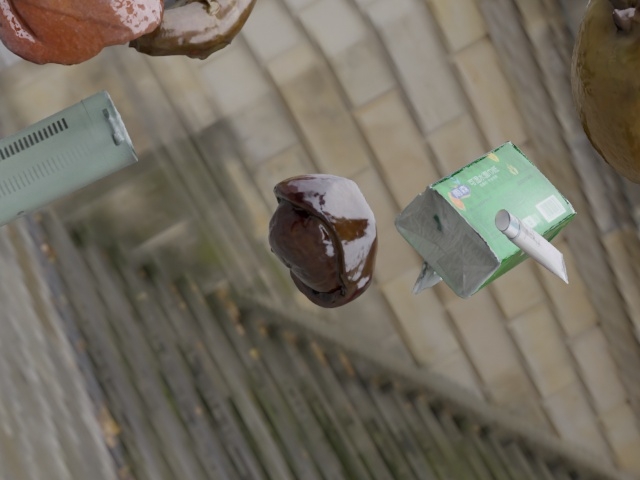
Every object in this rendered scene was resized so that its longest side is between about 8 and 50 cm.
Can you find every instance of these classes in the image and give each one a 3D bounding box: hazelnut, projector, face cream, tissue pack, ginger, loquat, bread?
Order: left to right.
[{"bbox_3d":[-0.410,-0.080,2.013,0.108,0.337,0.108,63,-5,10],"label":"projector"},{"bbox_3d":[-0.292,-0.302,1.886,0.244,0.190,0.123,-76,152,-64],"label":"bread"},{"bbox_3d":[-0.135,-0.357,2.090,0.107,0.309,0.133,19,-16,22],"label":"ginger"},{"bbox_3d":[0.004,0.001,2.251,0.170,0.160,0.202,-154,-121,-73],"label":"hazelnut"},{"bbox_3d":[0.211,-0.015,2.089,0.148,0.209,0.156,50,-47,9],"label":"tissue pack"},{"bbox_3d":[0.209,0.005,1.501,0.115,0.020,0.038,35,36,-40],"label":"face cream"},{"bbox_3d":[0.376,-0.180,1.513,0.275,0.275,0.275,60,-2,4],"label":"loquat"}]
